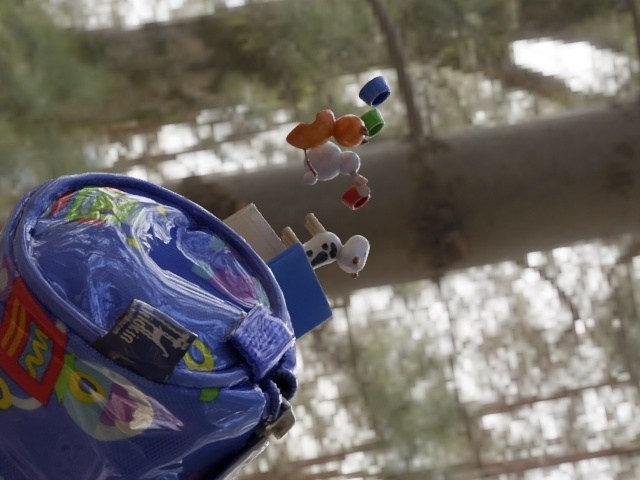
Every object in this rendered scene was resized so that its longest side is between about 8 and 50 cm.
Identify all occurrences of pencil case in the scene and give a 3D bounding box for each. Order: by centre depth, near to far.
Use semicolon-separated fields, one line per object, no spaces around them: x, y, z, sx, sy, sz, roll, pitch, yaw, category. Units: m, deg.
-0.106;0.123;0.667;0.119;0.133;0.306;-32;151;-58;pencil case

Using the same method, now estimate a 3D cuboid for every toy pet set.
0.000;0.000;0.789;0.065;0.114;0.122;52;-17;19;toy pet set
